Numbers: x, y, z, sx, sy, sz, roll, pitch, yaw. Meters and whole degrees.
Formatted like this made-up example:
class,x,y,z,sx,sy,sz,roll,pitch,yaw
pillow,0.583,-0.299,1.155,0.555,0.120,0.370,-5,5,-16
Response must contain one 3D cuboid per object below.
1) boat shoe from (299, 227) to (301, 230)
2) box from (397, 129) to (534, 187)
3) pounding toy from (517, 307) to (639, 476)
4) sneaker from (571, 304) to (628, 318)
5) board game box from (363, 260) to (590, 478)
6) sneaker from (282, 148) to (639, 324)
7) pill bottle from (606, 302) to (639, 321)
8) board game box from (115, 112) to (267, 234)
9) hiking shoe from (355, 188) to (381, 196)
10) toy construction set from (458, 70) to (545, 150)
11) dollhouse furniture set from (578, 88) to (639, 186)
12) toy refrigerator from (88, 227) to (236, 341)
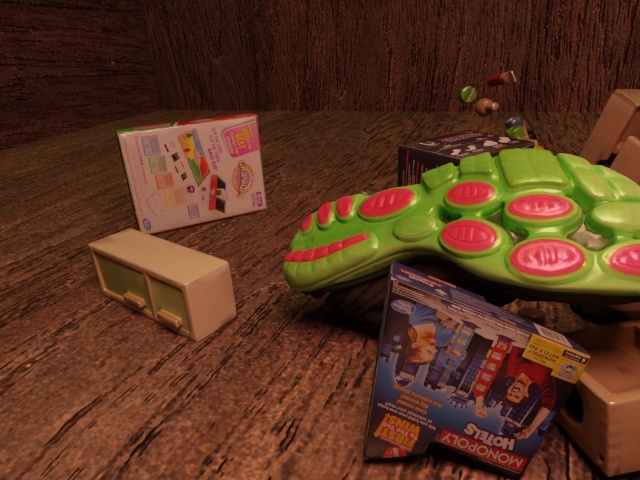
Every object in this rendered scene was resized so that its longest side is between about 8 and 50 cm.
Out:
class,x,y,z,sx,sy,sz,roll,pitch,yaw
boat shoe,0.000,0.000,0.926,0.081,0.069,0.228,-40,14,16
box,0.226,-0.039,0.757,0.163,0.248,0.142,-18,29,-29
pounding toy,0.288,0.156,0.522,0.180,0.094,0.206,-10,15,-3
sneaker,0.466,-0.008,0.792,0.124,0.140,0.341,1,23,13
board game box,0.126,0.149,0.473,0.194,0.194,0.060,22,17,4
sneaker,0.172,0.023,0.598,0.482,0.202,0.185,-4,53,42
pill bottle,0.472,0.042,0.560,0.282,0.162,0.161,15,23,-7
board game box,-0.296,-0.162,1.110,0.316,0.243,0.064,-14,24,-23
hiking shoe,0.185,-0.053,1.022,0.226,0.086,0.114,-3,47,-12
toy construction set,0.378,-0.194,0.977,0.257,0.309,0.237,-3,14,2
dollhouse furniture set,0.690,-0.085,0.898,0.361,0.257,0.394,-3,43,-10
toy refrigerator,-0.270,0.066,0.770,0.269,0.102,0.094,15,30,34
